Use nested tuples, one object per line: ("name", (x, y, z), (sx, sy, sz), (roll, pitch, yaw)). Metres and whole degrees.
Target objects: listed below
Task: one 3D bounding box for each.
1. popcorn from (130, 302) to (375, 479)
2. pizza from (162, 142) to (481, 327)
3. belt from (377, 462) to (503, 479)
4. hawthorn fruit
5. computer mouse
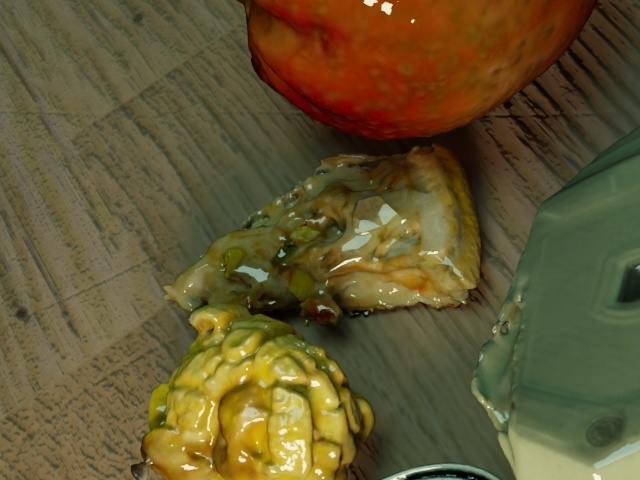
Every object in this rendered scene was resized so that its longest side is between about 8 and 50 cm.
("popcorn", (-0.051, 0.137, 1.572), (0.194, 0.140, 0.163), (-9, 59, 34))
("pizza", (0.000, 0.000, 1.692), (0.297, 0.071, 0.189), (-10, 52, 20))
("belt", (0.086, 0.295, 1.387), (0.206, 0.116, 0.267), (-9, 55, 14))
("hawthorn fruit", (0.093, -0.288, 1.683), (0.403, 0.403, 0.403), (-14, 50, 17))
("computer mouse", (0.266, 0.068, 1.462), (0.228, 0.145, 0.429), (-8, 40, 31))
